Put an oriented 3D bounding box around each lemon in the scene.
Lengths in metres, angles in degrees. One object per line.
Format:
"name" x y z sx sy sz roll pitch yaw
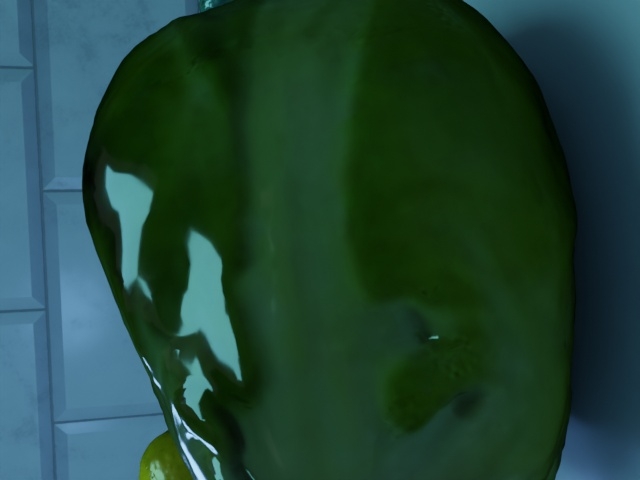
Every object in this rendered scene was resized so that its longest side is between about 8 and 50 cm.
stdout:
"lemon" -0.295 0.586 1.764 0.297 0.296 0.297 178 90 -77

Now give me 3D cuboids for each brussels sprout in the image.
"brussels sprout" 0.000 0.000 0.459 0.371 0.275 0.315 -109 18 -48

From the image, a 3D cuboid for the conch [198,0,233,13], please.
"conch" -0.179 -0.430 1.436 0.196 0.134 0.202 48 145 46
